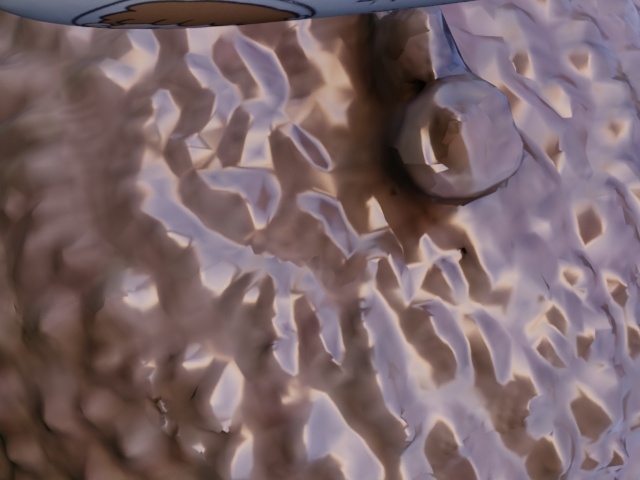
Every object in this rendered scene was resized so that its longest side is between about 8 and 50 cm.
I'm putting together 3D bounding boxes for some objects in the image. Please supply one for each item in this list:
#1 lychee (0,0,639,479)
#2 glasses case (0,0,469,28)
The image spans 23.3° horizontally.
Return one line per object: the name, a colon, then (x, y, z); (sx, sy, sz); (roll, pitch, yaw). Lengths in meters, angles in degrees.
lychee: (0.000, 0.000, 0.720); (0.380, 0.380, 0.432); (66, -16, 8)
glasses case: (0.003, -0.079, 0.383); (0.067, 0.178, 0.045); (-173, -103, -80)
